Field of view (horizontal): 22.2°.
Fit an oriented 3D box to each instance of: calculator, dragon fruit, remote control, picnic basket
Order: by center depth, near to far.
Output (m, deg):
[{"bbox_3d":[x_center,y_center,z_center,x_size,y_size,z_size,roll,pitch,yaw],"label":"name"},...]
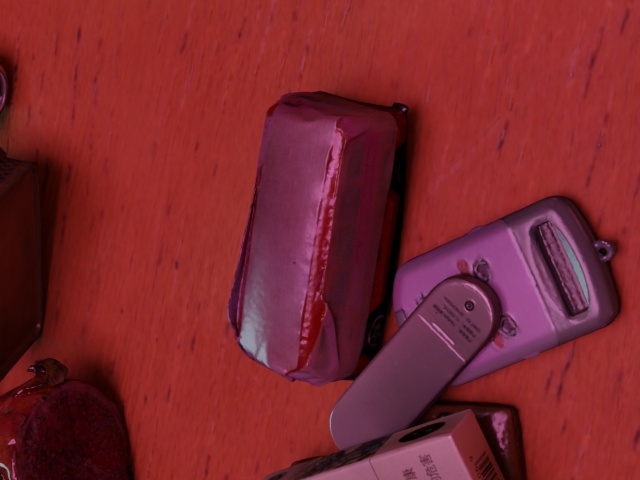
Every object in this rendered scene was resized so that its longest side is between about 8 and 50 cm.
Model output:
[{"bbox_3d":[0.183,0.051,1.612,0.246,0.045,0.141,-25,86,29],"label":"calculator"},{"bbox_3d":[0.092,0.132,1.638,0.077,0.022,0.245,44,117,12],"label":"remote control"},{"bbox_3d":[-0.408,0.030,1.834,0.139,0.165,0.266,13,124,14],"label":"picnic basket"},{"bbox_3d":[-0.327,0.275,1.845,0.147,0.211,0.282,-6,93,34],"label":"dragon fruit"}]

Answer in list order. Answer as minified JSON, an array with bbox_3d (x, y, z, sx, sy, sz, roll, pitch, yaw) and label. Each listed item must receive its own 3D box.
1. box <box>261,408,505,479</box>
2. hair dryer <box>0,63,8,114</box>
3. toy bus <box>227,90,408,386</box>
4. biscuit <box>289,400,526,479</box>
[{"bbox_3d":[0.068,0.287,1.640,0.256,0.069,0.164,-22,96,29],"label":"box"},{"bbox_3d":[-0.474,-0.080,1.946,0.189,0.107,0.344,19,116,24],"label":"hair dryer"},{"bbox_3d":[0.000,0.000,1.654,0.127,0.147,0.302,18,106,32],"label":"toy bus"},{"bbox_3d":[0.103,0.276,1.694,0.278,0.043,0.301,40,115,18],"label":"biscuit"}]
